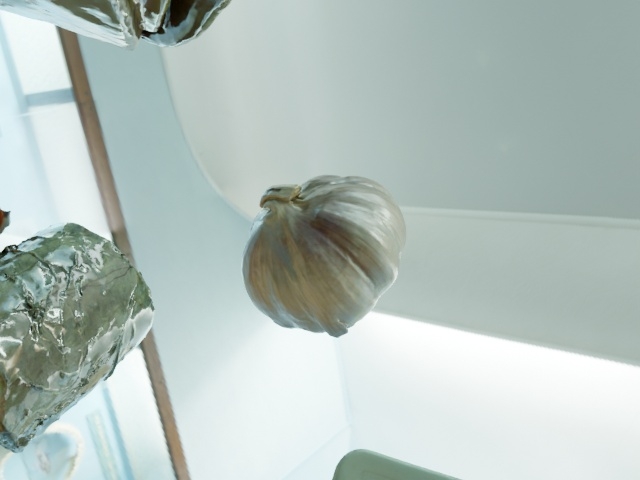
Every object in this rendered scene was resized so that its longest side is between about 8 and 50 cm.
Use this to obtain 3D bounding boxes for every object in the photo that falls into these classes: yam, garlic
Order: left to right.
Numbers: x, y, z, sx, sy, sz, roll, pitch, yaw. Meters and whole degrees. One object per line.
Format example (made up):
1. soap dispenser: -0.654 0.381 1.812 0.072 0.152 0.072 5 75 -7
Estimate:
1. yam: -0.355 0.108 0.762 0.203 0.271 0.201 12 -52 17
2. garlic: 0.010 0.010 1.116 0.322 0.322 0.241 35 -18 27

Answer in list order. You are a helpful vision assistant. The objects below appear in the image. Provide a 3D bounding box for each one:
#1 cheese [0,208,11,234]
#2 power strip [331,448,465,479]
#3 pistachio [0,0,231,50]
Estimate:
1. cheese: -0.327 -0.070 0.414 0.037 0.106 0.256 39 -13 52
2. power strip: 0.103 0.363 0.602 0.230 0.261 0.141 10 -21 23
3. pistachio: -0.134 -0.184 0.321 0.288 0.166 0.197 43 -22 52
